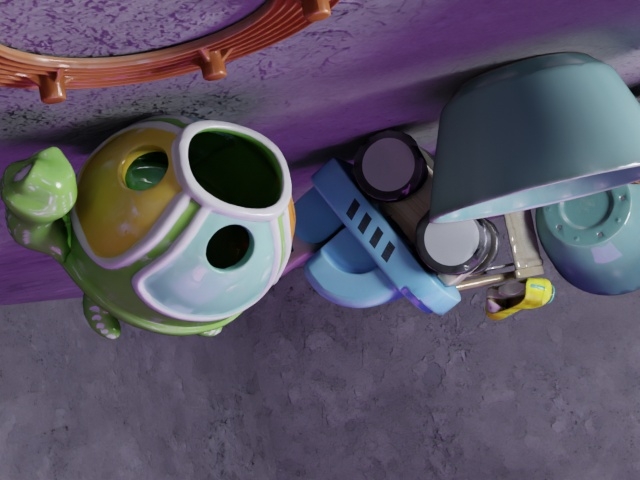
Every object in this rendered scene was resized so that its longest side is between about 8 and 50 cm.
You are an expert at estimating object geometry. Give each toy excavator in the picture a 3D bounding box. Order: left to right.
[{"bbox_3d":[0.000,0.000,1.468,0.445,0.433,0.222,-42,169,10],"label":"toy excavator"}]

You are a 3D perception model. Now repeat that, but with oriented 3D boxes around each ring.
[{"bbox_3d":[-0.136,-0.160,0.672,0.336,0.032,0.336,-12,176,-1],"label":"ring"}]

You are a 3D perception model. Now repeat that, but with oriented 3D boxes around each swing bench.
[{"bbox_3d":[0.342,-0.027,1.974,0.254,0.253,0.165,-13,175,3],"label":"swing bench"}]

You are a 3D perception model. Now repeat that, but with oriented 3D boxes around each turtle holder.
[{"bbox_3d":[-0.175,-0.041,1.014,0.320,0.243,0.227,32,139,-18],"label":"turtle holder"}]

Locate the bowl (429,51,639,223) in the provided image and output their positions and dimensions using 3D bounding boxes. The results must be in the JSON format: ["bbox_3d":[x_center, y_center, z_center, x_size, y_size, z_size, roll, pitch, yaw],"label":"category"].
[{"bbox_3d":[0.276,-0.134,1.166,0.311,0.163,0.311,-11,175,-1],"label":"bowl"}]

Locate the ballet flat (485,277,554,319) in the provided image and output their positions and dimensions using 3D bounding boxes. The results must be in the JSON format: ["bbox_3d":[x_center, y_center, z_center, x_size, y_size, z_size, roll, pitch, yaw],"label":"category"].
[{"bbox_3d":[0.395,0.116,1.923,0.077,0.077,0.231,13,162,-21],"label":"ballet flat"}]

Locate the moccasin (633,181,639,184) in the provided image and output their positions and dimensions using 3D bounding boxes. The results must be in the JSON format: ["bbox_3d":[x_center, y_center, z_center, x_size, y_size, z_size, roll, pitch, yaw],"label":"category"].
[{"bbox_3d":[0.524,-0.148,1.514,0.139,0.147,0.380,19,-168,37],"label":"moccasin"}]

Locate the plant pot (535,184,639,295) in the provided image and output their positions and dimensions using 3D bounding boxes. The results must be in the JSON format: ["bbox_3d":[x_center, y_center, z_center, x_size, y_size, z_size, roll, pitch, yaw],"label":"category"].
[{"bbox_3d":[0.593,-0.046,1.951,0.293,0.293,0.235,-14,160,27],"label":"plant pot"}]
